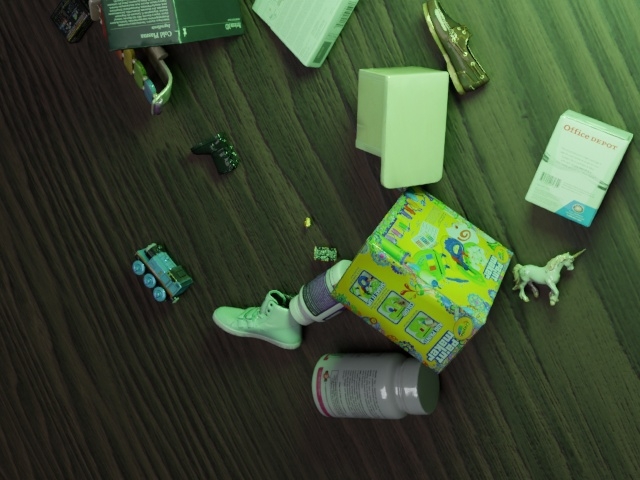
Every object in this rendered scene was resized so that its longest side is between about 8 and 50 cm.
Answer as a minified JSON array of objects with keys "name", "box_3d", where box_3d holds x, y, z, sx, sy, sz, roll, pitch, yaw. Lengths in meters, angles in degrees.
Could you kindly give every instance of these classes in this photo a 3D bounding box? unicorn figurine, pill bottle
[{"name":"unicorn figurine","box_3d":[0.483,0.079,1.658,0.161,0.060,0.111,0,108,30]},{"name":"pill bottle","box_3d":[0.136,0.356,1.897,0.283,0.160,0.160,-6,104,32]},{"name":"pill bottle","box_3d":[0.016,0.136,1.918,0.193,0.108,0.108,-34,89,34]}]

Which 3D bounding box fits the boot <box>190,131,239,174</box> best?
[{"name":"boot","box_3d":[-0.272,-0.216,1.998,0.121,0.045,0.099,-20,100,33]}]

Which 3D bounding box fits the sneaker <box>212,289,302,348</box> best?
[{"name":"sneaker","box_3d":[-0.163,0.181,2.044,0.255,0.094,0.151,14,120,15]}]

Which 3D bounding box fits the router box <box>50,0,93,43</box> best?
[{"name":"router box","box_3d":[-0.663,-0.605,2.085,0.122,0.038,0.092,-38,86,34]}]

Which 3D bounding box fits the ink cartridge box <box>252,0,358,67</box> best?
[{"name":"ink cartridge box","box_3d":[-0.038,-0.537,1.756,0.232,0.066,0.189,53,127,29]}]

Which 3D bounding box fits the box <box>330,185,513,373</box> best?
[{"name":"box","box_3d":[0.221,0.070,1.638,0.279,0.290,0.177,36,127,5]}]

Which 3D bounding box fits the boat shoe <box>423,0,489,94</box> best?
[{"name":"boat shoe","box_3d":[0.282,-0.407,1.596,0.073,0.073,0.207,-22,103,32]}]

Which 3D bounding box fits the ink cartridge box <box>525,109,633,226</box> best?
[{"name":"ink cartridge box","box_3d":[0.515,-0.145,1.546,0.139,0.082,0.191,27,117,19]}]

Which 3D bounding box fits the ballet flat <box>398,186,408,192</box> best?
[{"name":"ballet flat","box_3d":[0.203,-0.115,1.765,0.114,0.041,0.041,45,123,7]}]

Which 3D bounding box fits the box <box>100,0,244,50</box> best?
[{"name":"box","box_3d":[-0.331,-0.593,1.703,0.178,0.343,0.313,-2,106,19]}]

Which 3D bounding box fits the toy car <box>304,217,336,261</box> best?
[{"name":"toy car","box_3d":[0.000,0.000,1.934,0.040,0.060,0.122,131,125,-76]}]

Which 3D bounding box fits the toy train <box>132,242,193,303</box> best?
[{"name":"toy train","box_3d":[-0.450,0.090,2.191,0.105,0.080,0.184,-43,81,24]}]

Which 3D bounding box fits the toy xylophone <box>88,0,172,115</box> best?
[{"name":"toy xylophone","box_3d":[-0.465,-0.483,1.934,0.323,0.081,0.236,56,164,8]}]

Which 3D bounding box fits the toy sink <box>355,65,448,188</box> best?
[{"name":"toy sink","box_3d":[0.168,-0.245,1.647,0.131,0.152,0.234,32,127,57]}]
